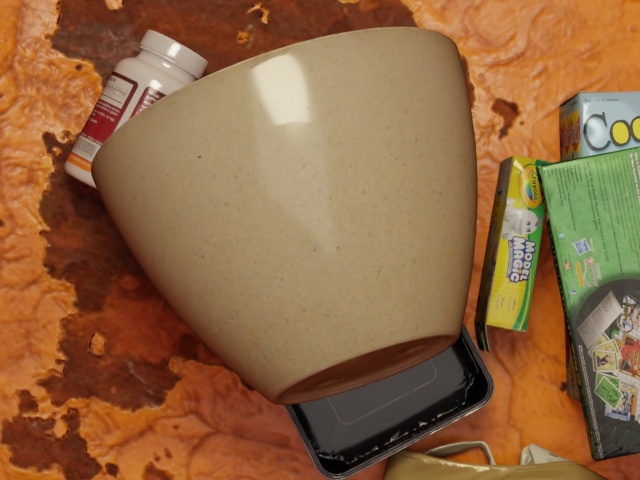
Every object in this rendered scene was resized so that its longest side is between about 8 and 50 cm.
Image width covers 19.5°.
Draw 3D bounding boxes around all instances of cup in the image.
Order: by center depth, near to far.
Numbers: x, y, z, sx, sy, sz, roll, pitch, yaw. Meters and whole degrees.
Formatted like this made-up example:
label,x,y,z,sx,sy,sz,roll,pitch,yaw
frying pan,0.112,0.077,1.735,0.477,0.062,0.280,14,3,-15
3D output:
label,x,y,z,sx,sy,sz,roll,pitch,yaw
cup,0.000,0.000,1.567,0.331,0.331,0.237,-19,78,-2

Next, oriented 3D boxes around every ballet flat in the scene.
label,x,y,z,sx,sy,sz,roll,pitch,yaw
ballet flat,0.172,0.218,1.721,0.232,0.080,0.073,1,59,-4

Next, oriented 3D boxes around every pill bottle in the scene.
label,x,y,z,sx,sy,sz,roll,pitch,yaw
pill bottle,-0.165,-0.111,1.707,0.086,0.086,0.152,28,89,-1

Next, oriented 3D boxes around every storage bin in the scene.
label,x,y,z,sx,sy,sz,roll,pitch,yaw
storage bin,0.056,0.128,1.711,0.180,0.084,0.122,-27,90,-3

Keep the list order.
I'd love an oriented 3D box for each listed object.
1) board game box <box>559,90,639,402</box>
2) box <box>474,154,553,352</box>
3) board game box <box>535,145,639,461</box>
label,x,y,z,sx,sy,sz,roll,pitch,yaw
board game box,0.297,0.006,1.690,0.144,0.142,0.275,-1,90,0
box,0.174,0.015,1.705,0.043,0.105,0.179,11,90,-1
board game box,0.276,0.050,1.604,0.136,0.030,0.260,-10,90,2
